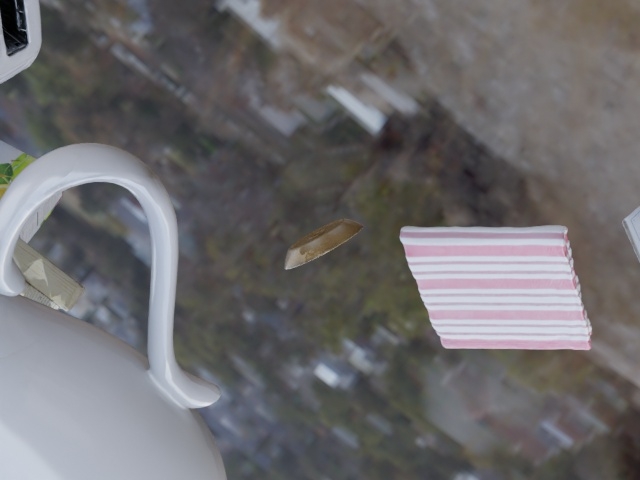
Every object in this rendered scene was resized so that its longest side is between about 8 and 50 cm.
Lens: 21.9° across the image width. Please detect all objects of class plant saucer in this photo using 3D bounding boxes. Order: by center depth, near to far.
[{"bbox_3d":[0.000,0.000,1.525,0.015,0.083,0.083,62,156,-7],"label":"plant saucer"}]

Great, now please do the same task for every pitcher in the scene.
[{"bbox_3d":[-0.104,0.067,0.679,0.207,0.177,0.125,53,-170,-36],"label":"pitcher"}]

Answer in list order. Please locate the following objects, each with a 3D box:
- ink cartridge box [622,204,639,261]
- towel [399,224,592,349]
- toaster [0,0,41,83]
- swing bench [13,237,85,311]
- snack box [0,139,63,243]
[{"bbox_3d":[0.516,-0.033,1.665,0.271,0.130,0.309,20,129,-34],"label":"ink cartridge box"},{"bbox_3d":[0.158,0.040,1.448,0.144,0.029,0.197,-1,147,17],"label":"towel"},{"bbox_3d":[-0.343,-0.238,1.510,0.146,0.129,0.227,30,137,31],"label":"toaster"},{"bbox_3d":[-0.302,0.084,1.087,0.165,0.253,0.254,39,170,-8],"label":"swing bench"},{"bbox_3d":[-0.288,-0.042,1.300,0.141,0.100,0.037,27,145,8],"label":"snack box"}]
